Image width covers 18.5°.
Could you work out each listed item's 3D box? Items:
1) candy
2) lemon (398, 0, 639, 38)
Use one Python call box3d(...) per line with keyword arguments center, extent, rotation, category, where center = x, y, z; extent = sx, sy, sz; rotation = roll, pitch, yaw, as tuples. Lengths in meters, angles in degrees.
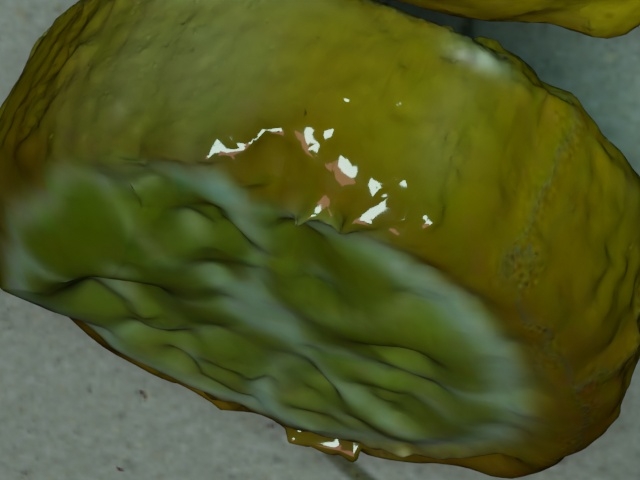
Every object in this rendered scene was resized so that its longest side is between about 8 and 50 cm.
box3d(center=(0.000, 0.000, 0.738), extent=(0.260, 0.118, 0.260), rotation=(19, 160, 7), category="candy")
box3d(center=(0.036, -0.221, 0.620), extent=(0.316, 0.285, 0.285), rotation=(16, 119, -24), category="lemon")
